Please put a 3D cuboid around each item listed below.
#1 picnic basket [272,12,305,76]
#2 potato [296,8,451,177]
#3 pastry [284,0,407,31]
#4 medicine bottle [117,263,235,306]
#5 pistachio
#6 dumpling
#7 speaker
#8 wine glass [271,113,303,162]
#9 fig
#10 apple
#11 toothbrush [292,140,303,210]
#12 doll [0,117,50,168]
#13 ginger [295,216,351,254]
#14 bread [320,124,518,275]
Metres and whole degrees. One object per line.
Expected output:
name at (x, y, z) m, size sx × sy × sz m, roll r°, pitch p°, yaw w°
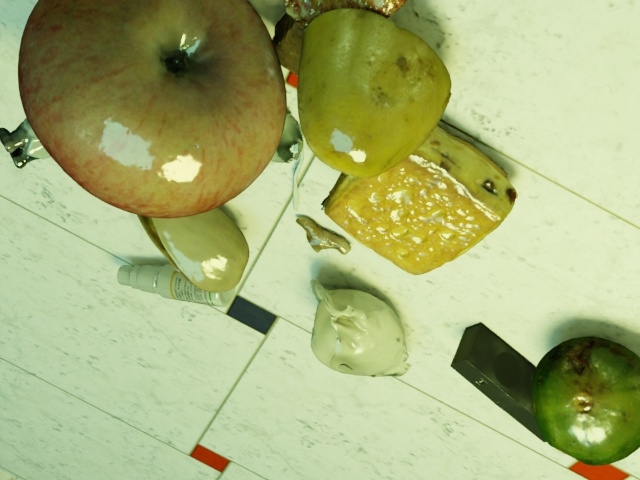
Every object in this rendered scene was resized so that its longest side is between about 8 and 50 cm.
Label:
picnic basket at (0.027, -0.224, 1.631) m, size 0.193 × 0.055 × 0.110 m, roll 35°, pitch 146°, yaw -11°
potato at (0.051, -0.151, 1.526) m, size 0.178 × 0.158 × 0.203 m, roll -2°, pitch 149°, yaw 28°
pastry at (0.037, -0.295, 1.523) m, size 0.169 × 0.063 × 0.087 m, roll 0°, pitch 116°, yaw 39°
medicine bottle at (-0.248, 0.077, 2.224) m, size 0.220 × 0.061 × 0.092 m, roll 7°, pitch 161°, yaw 27°
pistachio at (-0.203, -0.006, 2.014) m, size 0.206 × 0.131 × 0.129 m, roll 40°, pitch 136°, yaw -12°
dumpling at (0.047, 0.144, 2.077) m, size 0.247 × 0.142 × 0.172 m, roll 50°, pitch 176°, yaw -41°
speaker at (0.308, 0.226, 2.034) m, size 0.218 × 0.082 × 0.044 m, roll 40°, pitch 145°, yaw -18°
wine glass at (-0.105, -0.141, 1.820) m, size 0.155 × 0.072 × 0.072 m, roll -3°, pitch 137°, yaw 36°
fig at (0.408, 0.237, 1.925) m, size 0.195 × 0.195 × 0.245 m, roll 22°, pitch 180°, yaw 6°
apple at (-0.198, -0.198, 1.576) m, size 0.344 × 0.345 × 0.269 m, roll 40°, pitch 142°, yaw -20°
toothbrush at (-0.033, -0.094, 1.885) m, size 0.017 × 0.014 × 0.162 m, roll 6°, pitch 144°, yaw 4°
doll at (-0.322, -0.208, 1.780) m, size 0.258 × 0.153 × 0.195 m, roll -8°, pitch 139°, yaw -24°
ginger at (-0.001, 0.000, 1.975) m, size 0.097 × 0.030 × 0.048 m, roll 31°, pitch 145°, yaw -4°
bread at (0.131, -0.066, 1.743) m, size 0.210 × 0.099 × 0.235 m, roll 33°, pitch 140°, yaw -15°
